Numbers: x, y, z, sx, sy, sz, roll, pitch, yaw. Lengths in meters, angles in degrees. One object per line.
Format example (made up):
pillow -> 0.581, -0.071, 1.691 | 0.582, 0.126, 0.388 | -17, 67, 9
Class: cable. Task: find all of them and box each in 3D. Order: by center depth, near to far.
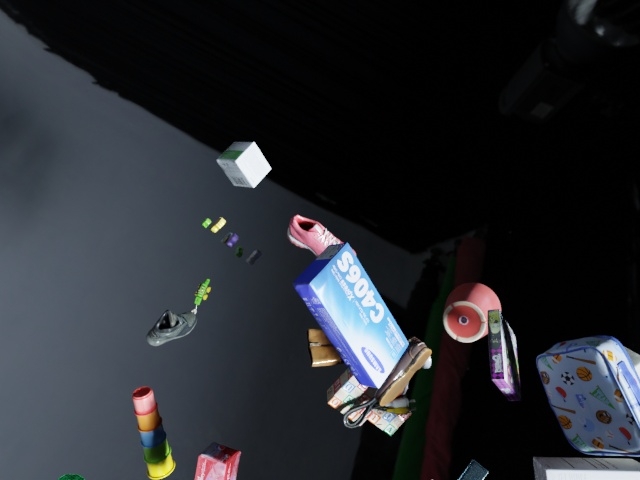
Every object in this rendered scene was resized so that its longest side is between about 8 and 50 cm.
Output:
cable -> 0.212, 0.621, 1.834 | 0.287, 0.140, 0.072 | -21, -174, 3

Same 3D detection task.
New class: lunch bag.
lunch bag -> 0.726, 0.408, 1.262 | 0.114, 0.304, 0.243 | -16, 168, -33

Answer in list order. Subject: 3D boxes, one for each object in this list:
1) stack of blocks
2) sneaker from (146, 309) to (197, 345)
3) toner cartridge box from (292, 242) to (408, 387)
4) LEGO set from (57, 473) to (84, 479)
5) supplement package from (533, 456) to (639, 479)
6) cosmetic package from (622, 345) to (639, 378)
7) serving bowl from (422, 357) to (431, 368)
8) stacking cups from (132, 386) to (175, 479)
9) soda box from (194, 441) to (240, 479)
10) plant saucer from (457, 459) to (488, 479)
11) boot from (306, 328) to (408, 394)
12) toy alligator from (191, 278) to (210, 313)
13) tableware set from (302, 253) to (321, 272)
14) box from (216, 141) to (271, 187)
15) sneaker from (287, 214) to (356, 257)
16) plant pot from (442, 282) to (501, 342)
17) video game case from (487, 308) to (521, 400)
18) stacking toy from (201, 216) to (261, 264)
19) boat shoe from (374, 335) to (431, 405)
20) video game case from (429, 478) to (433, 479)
stack of blocks -> 0.193, 0.649, 1.943 | 0.171, 0.297, 0.087 | -50, -169, 12
sneaker -> -0.547, 0.314, 1.857 | 0.130, 0.087, 0.227 | -49, 163, 31
toner cartridge box -> 0.086, 0.193, 1.244 | 0.075, 0.348, 0.165 | -8, -150, 51
LEGO set -> -0.584, 0.687, 1.034 | 0.331, 0.254, 0.192 | -21, 130, -81
supplement package -> 0.802, 0.745, 1.418 | 0.175, 0.292, 0.178 | 48, 40, -72
cosmetic package -> 0.962, 0.507, 1.665 | 0.309, 0.160, 0.113 | -26, -148, -18
serving bowl -> 0.397, 0.462, 1.895 | 0.083, 0.027, 0.084 | 34, -52, 58
stacking cups -> -0.564, 0.632, 1.602 | 0.096, 0.095, 0.317 | -85, 167, -71
soda box -> -0.296, 0.705, 1.332 | 0.083, 0.092, 0.264 | -5, 105, -71
plant saucer -> 0.501, 0.859, 1.680 | 0.192, 0.018, 0.067 | -47, -141, -12
boot -> 0.109, 0.359, 1.472 | 0.264, 0.280, 0.096 | -109, -150, -50
toy alligator -> -0.595, 0.275, 2.390 | 0.051, 0.056, 0.190 | 80, 32, -76
tableware set -> 0.031, 0.126, 1.658 | 0.141, 0.169, 0.020 | -34, -177, 8
box -> -0.219, -0.217, 1.388 | 0.101, 0.102, 0.087 | 12, -126, 44
sneaker -> -0.001, 0.000, 1.930 | 0.116, 0.313, 0.136 | -55, 163, -30
plant pot -> 0.702, 0.354, 2.300 | 0.243, 0.275, 0.275 | -13, 136, -62
video game case -> 0.550, 0.346, 1.450 | 0.041, 0.232, 0.210 | -10, -125, 29
stacking toy -> -0.283, -0.008, 1.517 | 0.052, 0.167, 0.221 | -49, -159, -11
boat shoe -> 0.217, 0.361, 1.345 | 0.207, 0.073, 0.073 | -48, 142, -3
video game case -> 0.401, 1.049, 1.854 | 0.190, 0.173, 0.022 | -29, 161, -13
